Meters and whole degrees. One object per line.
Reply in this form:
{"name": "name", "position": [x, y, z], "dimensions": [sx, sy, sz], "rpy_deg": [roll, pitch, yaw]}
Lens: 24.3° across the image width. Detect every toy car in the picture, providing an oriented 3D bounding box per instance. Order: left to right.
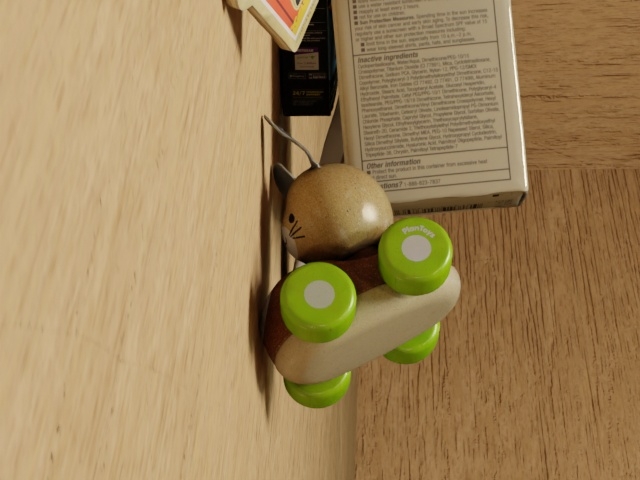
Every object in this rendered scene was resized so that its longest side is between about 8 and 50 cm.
{"name": "toy car", "position": [0.000, 0.000, 1.090], "dimensions": [0.188, 0.149, 0.155], "rpy_deg": [60, -14, 23]}

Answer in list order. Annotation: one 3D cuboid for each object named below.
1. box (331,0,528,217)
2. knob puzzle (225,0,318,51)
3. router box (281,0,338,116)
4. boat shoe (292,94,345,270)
{"name": "box", "position": [0.083, -0.179, 1.206], "dimensions": [0.121, 0.148, 0.311], "rpy_deg": [40, 46, -83]}
{"name": "knob puzzle", "position": [-0.006, -0.221, 0.875], "dimensions": [0.213, 0.030, 0.213], "rpy_deg": [-51, 153, -40]}
{"name": "router box", "position": [-0.008, -0.198, 1.310], "dimensions": [0.179, 0.046, 0.133], "rpy_deg": [-81, 170, -67]}
{"name": "boat shoe", "position": [0.026, -0.021, 1.292], "dimensions": [0.080, 0.076, 0.228], "rpy_deg": [104, 1, -71]}
